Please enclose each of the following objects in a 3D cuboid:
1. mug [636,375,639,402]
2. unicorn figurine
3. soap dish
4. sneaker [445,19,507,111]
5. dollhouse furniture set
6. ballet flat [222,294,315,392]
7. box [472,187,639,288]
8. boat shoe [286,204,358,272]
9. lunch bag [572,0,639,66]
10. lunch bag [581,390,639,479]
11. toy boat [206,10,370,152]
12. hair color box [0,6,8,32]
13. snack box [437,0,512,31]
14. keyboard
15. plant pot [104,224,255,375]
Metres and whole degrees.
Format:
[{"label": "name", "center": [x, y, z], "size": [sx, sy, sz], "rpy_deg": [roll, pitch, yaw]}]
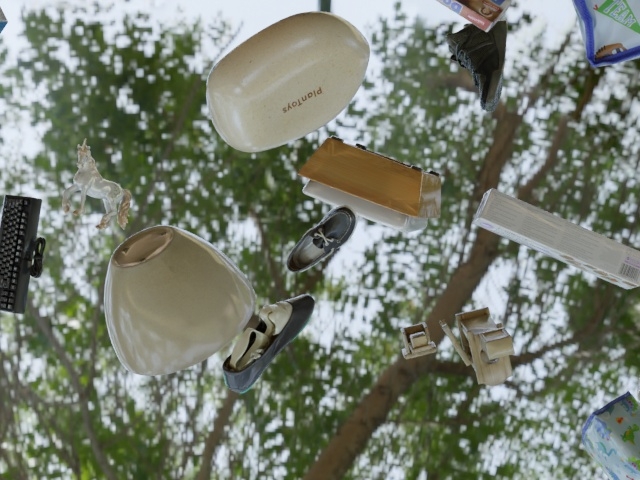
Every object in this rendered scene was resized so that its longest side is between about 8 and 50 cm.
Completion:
[{"label": "mug", "center": [0.608, 0.256, 1.862], "size": [0.078, 0.062, 0.064], "rpy_deg": [-30, -157, 31]}, {"label": "unicorn figurine", "center": [-0.376, -0.087, 1.711], "size": [0.060, 0.162, 0.111], "rpy_deg": [11, -105, 34]}, {"label": "soap dish", "center": [0.106, -0.105, 1.929], "size": [0.229, 0.118, 0.291], "rpy_deg": [21, -174, 13]}, {"label": "sneaker", "center": [0.327, -0.370, 2.190], "size": [0.130, 0.087, 0.227], "rpy_deg": [3, -114, 9]}, {"label": "dollhouse furniture set", "center": [0.221, 0.195, 1.668], "size": [0.161, 0.101, 0.182], "rpy_deg": [-14, -169, 1]}, {"label": "ballet flat", "center": [-0.085, 0.150, 1.637], "size": [0.074, 0.074, 0.203], "rpy_deg": [29, -112, 31]}, {"label": "box", "center": [0.446, -0.002, 1.917], "size": [0.324, 0.063, 0.067], "rpy_deg": [22, -100, -1]}, {"label": "boat shoe", "center": [0.000, 0.000, 1.359], "size": [0.046, 0.125, 0.038], "rpy_deg": [52, -145, 2]}, {"label": "lunch bag", "center": [0.577, -0.432, 1.590], "size": [0.386, 0.238, 0.328], "rpy_deg": [-14, -168, 18]}, {"label": "lunch bag", "center": [0.467, 0.326, 1.584], "size": [0.096, 0.151, 0.129], "rpy_deg": [-24, -122, -21]}, {"label": "toy boat", "center": [-0.063, -0.296, 1.505], "size": [0.268, 0.318, 0.148], "rpy_deg": [-27, -138, -17]}, {"label": "hair color box", "center": [-0.641, -0.443, 1.586], "size": [0.174, 0.105, 0.347], "rpy_deg": [-14, -110, -49]}, {"label": "snack box", "center": [0.173, -0.355, 1.426], "size": [0.178, 0.022, 0.064], "rpy_deg": [34, -127, 9]}, {"label": "keyboard", "center": [-0.467, 0.021, 1.593], "size": [0.108, 0.180, 0.023], "rpy_deg": [7, 178, 30]}, {"label": "plant pot", "center": [-0.286, 0.084, 1.915], "size": [0.284, 0.191, 0.284], "rpy_deg": [-17, -150, 11]}]
